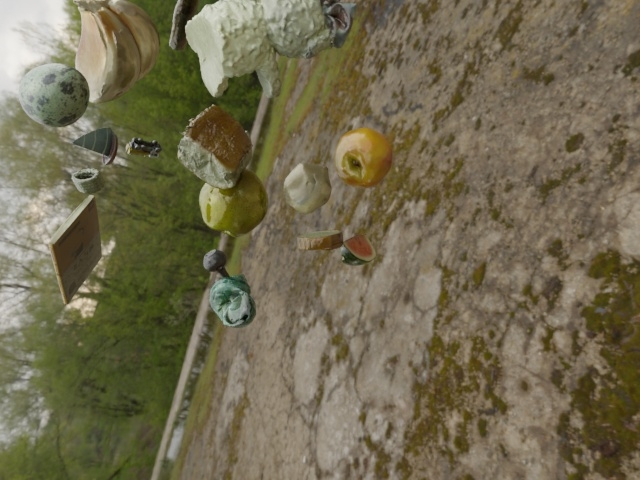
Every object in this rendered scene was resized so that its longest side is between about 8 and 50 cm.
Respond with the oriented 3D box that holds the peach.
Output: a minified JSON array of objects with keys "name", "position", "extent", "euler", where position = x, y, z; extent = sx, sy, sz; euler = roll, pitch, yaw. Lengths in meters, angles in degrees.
[{"name":"peach","position":[0.209,-0.403,2.137],"extent":[0.289,0.288,0.308],"euler":[-61,-6,33]}]

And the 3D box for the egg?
[{"name":"egg","position":[-0.598,-0.331,1.010],"extent":[0.172,0.132,0.132],"euler":[-21,49,30]}]

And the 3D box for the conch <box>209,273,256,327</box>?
[{"name":"conch","position":[-0.300,0.211,1.574],"extent":[0.134,0.196,0.203],"euler":[37,-132,-64]}]

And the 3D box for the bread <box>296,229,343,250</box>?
[{"name":"bread","position":[0.000,0.000,2.149],"extent":[0.236,0.235,0.070],"euler":[-161,64,-71]}]

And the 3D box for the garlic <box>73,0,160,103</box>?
[{"name":"garlic","position":[-0.647,-0.592,1.404],"extent":[0.286,0.249,0.313],"euler":[-97,16,-49]}]

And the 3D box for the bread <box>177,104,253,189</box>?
[{"name":"bread","position":[-0.374,-0.343,1.654],"extent":[0.225,0.250,0.279],"euler":[-48,12,48]}]

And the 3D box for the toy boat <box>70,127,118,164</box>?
[{"name":"toy boat","position":[-0.552,-0.243,1.098],"extent":[0.122,0.034,0.096],"euler":[20,-100,-75]}]

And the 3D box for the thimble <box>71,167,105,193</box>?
[{"name":"thimble","position":[-0.846,-0.217,1.621],"extent":[0.062,0.109,0.085],"euler":[84,-162,-45]}]

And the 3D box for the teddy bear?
[{"name":"teddy bear","position":[-0.143,-0.569,1.226],"extent":[0.375,0.362,0.328],"euler":[17,129,65]}]

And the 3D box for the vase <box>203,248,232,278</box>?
[{"name":"vase","position":[-0.491,0.135,2.182],"extent":[0.120,0.183,0.120],"euler":[-25,22,11]}]

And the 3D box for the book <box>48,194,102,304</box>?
[{"name":"book","position":[-0.935,0.042,1.721],"extent":[0.389,0.032,0.269],"euler":[114,174,-47]}]

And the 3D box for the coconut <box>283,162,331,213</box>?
[{"name":"coconut","position":[-0.047,-0.223,1.858],"extent":[0.224,0.224,0.225],"euler":[-164,90,-71]}]

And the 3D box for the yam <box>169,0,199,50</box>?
[{"name":"yam","position":[-0.469,-0.782,1.542],"extent":[0.071,0.067,0.317],"euler":[-47,4,-34]}]

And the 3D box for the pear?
[{"name":"pear","position":[-0.360,-0.165,1.854],"extent":[0.294,0.294,0.295],"euler":[-164,90,-71]}]

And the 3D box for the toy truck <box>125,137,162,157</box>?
[{"name":"toy truck","position":[-0.678,-0.352,1.708],"extent":[0.063,0.123,0.052],"euler":[-49,57,35]}]

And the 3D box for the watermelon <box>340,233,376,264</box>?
[{"name":"watermelon","position":[0.188,0.074,2.371],"extent":[0.128,0.159,0.303],"euler":[-42,-11,30]}]
